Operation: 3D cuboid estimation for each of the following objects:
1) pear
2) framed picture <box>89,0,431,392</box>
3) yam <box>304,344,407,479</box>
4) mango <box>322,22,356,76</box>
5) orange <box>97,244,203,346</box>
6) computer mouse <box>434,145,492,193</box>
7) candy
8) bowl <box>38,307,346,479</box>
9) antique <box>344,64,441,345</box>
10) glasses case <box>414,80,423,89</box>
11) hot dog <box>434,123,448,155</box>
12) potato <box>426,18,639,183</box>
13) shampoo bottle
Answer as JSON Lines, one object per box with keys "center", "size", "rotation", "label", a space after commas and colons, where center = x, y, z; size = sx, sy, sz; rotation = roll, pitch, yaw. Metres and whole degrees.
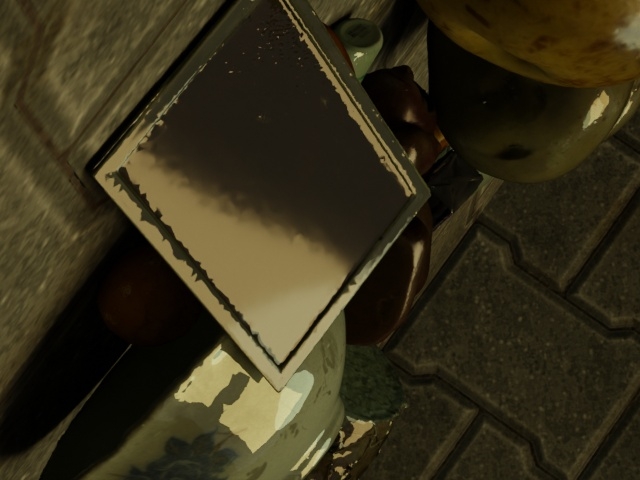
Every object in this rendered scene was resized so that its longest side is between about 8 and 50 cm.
{"center": [0.187, -0.247, 1.248], "size": [0.280, 0.281, 0.281], "rotation": [-53, 172, -11], "label": "pear"}
{"center": [-0.033, -0.040, 1.185], "size": [0.197, 0.014, 0.252], "rotation": [-52, 133, -17], "label": "framed picture"}
{"center": [-0.054, 0.267, 2.051], "size": [0.348, 0.241, 0.241], "rotation": [-60, 170, 21], "label": "yam"}
{"center": [-0.018, -0.109, 1.250], "size": [0.105, 0.084, 0.159], "rotation": [-60, 172, -2], "label": "mango"}
{"center": [-0.125, 0.040, 1.285], "size": [0.083, 0.070, 0.083], "rotation": [-42, 159, -20], "label": "orange"}
{"center": [0.219, -0.144, 2.401], "size": [0.159, 0.097, 0.288], "rotation": [-48, 170, -27], "label": "computer mouse"}
{"center": [0.086, -0.002, 2.150], "size": [0.088, 0.061, 0.312], "rotation": [-43, 179, -42], "label": "candy"}
{"center": [-0.070, 0.127, 1.366], "size": [0.313, 0.146, 0.313], "rotation": [-44, -171, 9], "label": "bowl"}
{"center": [0.054, -0.044, 1.620], "size": [0.143, 0.121, 0.257], "rotation": [-58, 149, -53], "label": "antique"}
{"center": [0.078, -0.136, 1.855], "size": [0.083, 0.033, 0.023], "rotation": [-56, 161, 6], "label": "glasses case"}
{"center": [0.120, -0.118, 2.076], "size": [0.188, 0.055, 0.072], "rotation": [-42, -179, -45], "label": "hot dog"}
{"center": [0.212, -0.202, 1.668], "size": [0.326, 0.221, 0.243], "rotation": [-66, 155, -50], "label": "potato"}
{"center": [-0.008, -0.101, 1.478], "size": [0.190, 0.041, 0.069], "rotation": [-59, 176, 32], "label": "shampoo bottle"}
